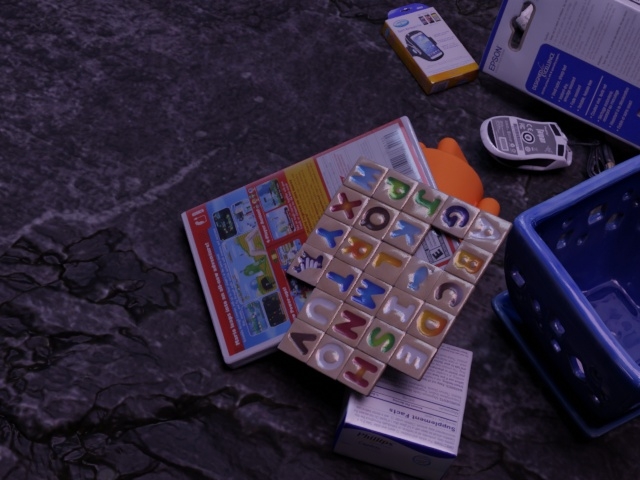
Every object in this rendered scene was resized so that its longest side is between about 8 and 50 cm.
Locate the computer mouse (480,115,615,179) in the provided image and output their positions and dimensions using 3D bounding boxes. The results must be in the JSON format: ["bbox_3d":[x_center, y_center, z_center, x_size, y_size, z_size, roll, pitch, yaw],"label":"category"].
[{"bbox_3d":[0.287,-0.121,1.794,0.193,0.042,0.106,5,58,-19],"label":"computer mouse"}]

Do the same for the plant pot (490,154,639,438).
[{"bbox_3d":[0.340,0.072,1.552,0.236,0.212,0.236,-24,65,-23],"label":"plant pot"}]

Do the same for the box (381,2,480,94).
[{"bbox_3d":[0.143,-0.260,1.863,0.081,0.028,0.136,-19,60,-26],"label":"box"}]

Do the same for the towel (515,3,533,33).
[{"bbox_3d":[0.430,-0.305,1.959,0.282,0.049,0.187,-31,67,-31],"label":"towel"}]

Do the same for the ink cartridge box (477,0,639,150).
[{"bbox_3d":[0.396,-0.216,1.759,0.371,0.176,0.069,27,39,13],"label":"ink cartridge box"}]

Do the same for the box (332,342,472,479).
[{"bbox_3d":[0.089,0.174,1.505,0.126,0.072,0.137,17,52,-3],"label":"box"}]

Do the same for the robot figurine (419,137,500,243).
[{"bbox_3d":[0.118,-0.020,1.616,0.158,0.128,0.219,21,54,0],"label":"robot figurine"}]

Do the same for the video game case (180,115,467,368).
[{"bbox_3d":[0.000,0.000,1.546,0.285,0.025,0.204,-23,61,6],"label":"video game case"}]

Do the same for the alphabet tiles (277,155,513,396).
[{"bbox_3d":[0.062,0.041,1.486,0.198,0.009,0.237,26,75,26],"label":"alphabet tiles"}]
